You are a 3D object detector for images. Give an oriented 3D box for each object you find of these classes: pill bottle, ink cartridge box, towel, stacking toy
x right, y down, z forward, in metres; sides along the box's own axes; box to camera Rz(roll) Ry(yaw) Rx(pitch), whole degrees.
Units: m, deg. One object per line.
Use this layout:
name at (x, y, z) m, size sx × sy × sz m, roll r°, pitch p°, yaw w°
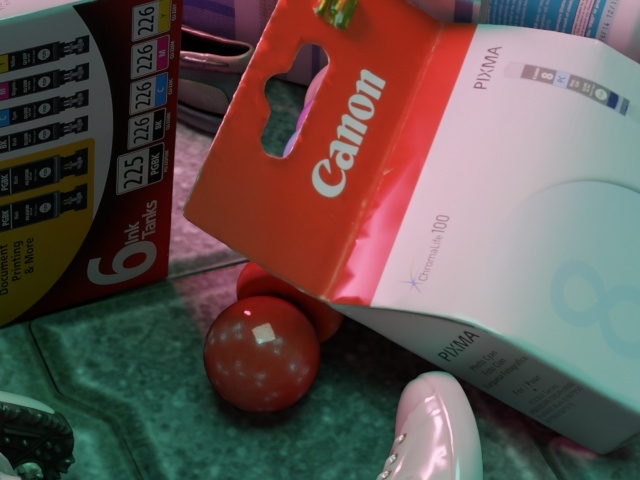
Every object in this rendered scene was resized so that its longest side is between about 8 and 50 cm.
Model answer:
pill bottle at (0.201, -0.256, 1.846) m, size 0.264 × 0.146 × 0.146 m, roll 22°, pitch 46°, yaw 15°
ink cartridge box at (0.122, -0.055, 1.536) m, size 0.385 × 0.091 × 0.308 m, roll 30°, pitch 55°, yaw -11°
towel at (0.007, -0.199, 1.716) m, size 0.285 × 0.209 × 0.034 m, roll 15°, pitch 59°, yaw 10°
ink cartridge box at (-0.254, -0.082, 1.485) m, size 0.272 × 0.309 × 0.130 m, roll -17°, pitch 49°, yaw -23°
stacking toy at (0.000, 0.000, 1.570) m, size 0.141 × 0.141 × 0.330 m, roll 18°, pitch 48°, yaw 11°

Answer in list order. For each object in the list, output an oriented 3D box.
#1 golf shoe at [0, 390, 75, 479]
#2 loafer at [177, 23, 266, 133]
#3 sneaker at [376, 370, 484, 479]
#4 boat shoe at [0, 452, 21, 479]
golf shoe at (-0.311, 0.123, 1.408) m, size 0.273 × 0.105 × 0.120 m, roll 1°, pitch 37°, yaw -7°
loafer at (-0.165, -0.183, 1.763) m, size 0.267 × 0.084 × 0.096 m, roll 23°, pitch 46°, yaw 15°
sneaker at (0.048, 0.203, 1.377) m, size 0.123 × 0.106 × 0.290 m, roll 7°, pitch 45°, yaw -5°
boat shoe at (-0.256, 0.187, 1.304) m, size 0.367 × 0.156 × 0.136 m, roll 8°, pitch 44°, yaw 1°
